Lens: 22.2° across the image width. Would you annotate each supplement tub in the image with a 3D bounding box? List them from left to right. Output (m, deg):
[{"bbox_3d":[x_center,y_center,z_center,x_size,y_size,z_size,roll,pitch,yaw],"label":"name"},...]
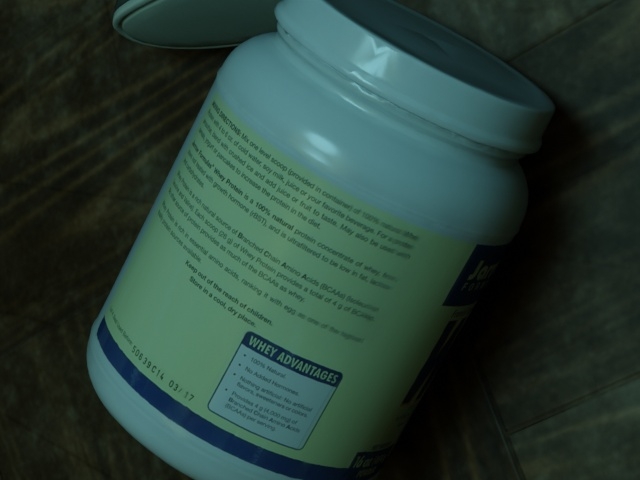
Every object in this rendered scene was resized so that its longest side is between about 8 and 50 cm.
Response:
[{"bbox_3d":[0.000,0.000,1.147,0.235,0.235,0.324,38,109,29],"label":"supplement tub"}]

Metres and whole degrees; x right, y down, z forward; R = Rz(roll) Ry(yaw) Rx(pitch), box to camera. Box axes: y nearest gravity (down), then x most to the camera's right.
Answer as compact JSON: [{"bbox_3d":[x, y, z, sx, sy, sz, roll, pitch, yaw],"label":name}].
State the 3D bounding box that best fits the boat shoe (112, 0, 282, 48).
[{"bbox_3d":[-0.012,-0.233,1.249,0.335,0.112,0.095,-15,63,28],"label":"boat shoe"}]
